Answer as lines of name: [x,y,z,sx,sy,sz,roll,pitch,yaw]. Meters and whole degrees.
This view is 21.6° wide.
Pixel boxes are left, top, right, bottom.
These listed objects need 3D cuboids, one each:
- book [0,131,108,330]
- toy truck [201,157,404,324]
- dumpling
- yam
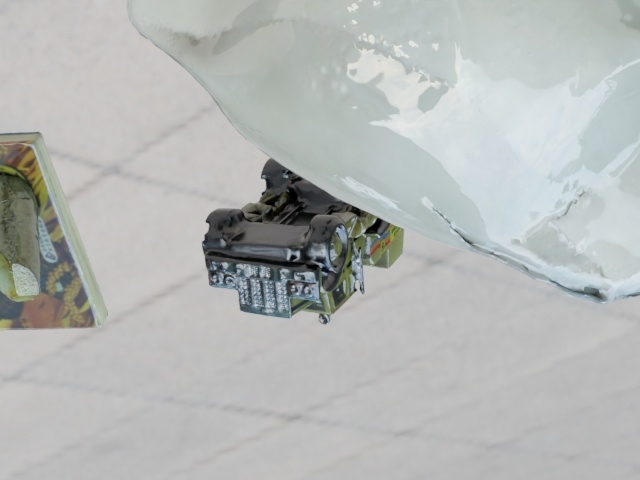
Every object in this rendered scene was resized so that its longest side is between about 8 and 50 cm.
book: [-0.498,-0.003,2.039,0.428,0.039,0.300,-2,132,15]
toy truck: [-0.001,-0.003,1.488,0.127,0.127,0.257,7,-158,22]
dumpling: [0.068,-0.136,0.916,0.181,0.341,0.260,1,121,-46]
yam: [-0.352,0.000,1.901,0.070,0.146,0.069,-5,148,-3]
